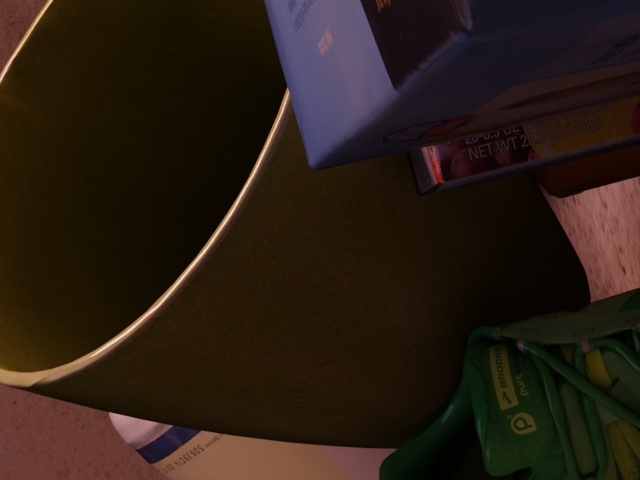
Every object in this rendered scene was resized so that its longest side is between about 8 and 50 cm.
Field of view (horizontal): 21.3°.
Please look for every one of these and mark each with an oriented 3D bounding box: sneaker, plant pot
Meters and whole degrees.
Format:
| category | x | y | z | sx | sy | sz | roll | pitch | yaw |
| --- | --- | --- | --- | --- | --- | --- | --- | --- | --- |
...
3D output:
| category | x | y | z | sx | sy | sz | roll | pitch | yaw |
| --- | --- | --- | --- | --- | --- | --- | --- | --- | --- |
| sneaker | 0.135 | 0.078 | 0.789 | 0.295 | 0.123 | 0.109 | -46 | 48 | 39 |
| plant pot | 0.000 | 0.000 | 0.904 | 0.293 | 0.275 | 0.275 | 30 | -154 | -36 |

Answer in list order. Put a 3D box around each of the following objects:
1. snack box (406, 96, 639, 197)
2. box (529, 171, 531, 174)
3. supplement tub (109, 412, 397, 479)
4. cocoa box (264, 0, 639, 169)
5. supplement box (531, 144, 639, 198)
| category | x | y | z | sx | sy | sz | roll | pitch | yaw |
| --- | --- | --- | --- | --- | --- | --- | --- | --- | --- |
| snack box | 0.103 | -0.140 | 0.746 | 0.070 | 0.174 | 0.207 | 138 | 117 | -82 |
| box | 0.027 | -0.213 | 1.245 | 0.343 | 0.179 | 0.312 | 84 | 171 | -52 |
| supplement tub | 0.045 | 0.140 | 1.144 | 0.325 | 0.235 | 0.235 | 44 | 176 | -6 |
| cocoa box | 0.090 | -0.166 | 0.532 | 0.347 | 0.231 | 0.228 | 157 | 99 | -84 |
| supplement box | 0.133 | -0.147 | 0.917 | 0.080 | 0.078 | 0.233 | -122 | 20 | -71 |
